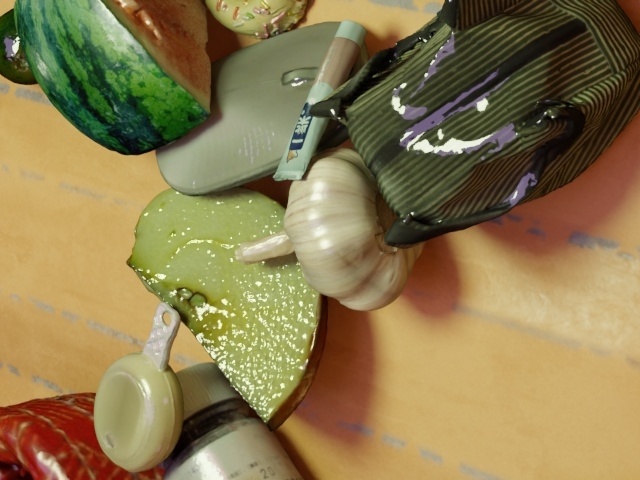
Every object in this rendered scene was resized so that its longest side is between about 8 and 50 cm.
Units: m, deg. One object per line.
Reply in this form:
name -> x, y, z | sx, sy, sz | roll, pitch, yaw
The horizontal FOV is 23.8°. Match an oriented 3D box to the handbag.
handbag -> 0.165, -0.149, 1.631 | 0.341, 0.240, 0.247 | -37, 79, 36

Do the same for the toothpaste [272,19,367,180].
toothpaste -> 0.001, -0.160, 1.757 | 0.056, 0.036, 0.205 | 1, 63, 55

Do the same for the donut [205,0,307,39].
donut -> -0.084, -0.308, 1.916 | 0.166, 0.065, 0.108 | 1, 99, 39

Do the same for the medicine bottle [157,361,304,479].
medicine bottle -> -0.123, 0.310, 1.994 | 0.273, 0.165, 0.165 | 54, 126, 22

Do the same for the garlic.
garlic -> 0.000, 0.000, 1.806 | 0.226, 0.199, 0.199 | -18, 86, 30

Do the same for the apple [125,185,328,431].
apple -> -0.106, 0.083, 1.931 | 0.346, 0.179, 0.254 | 46, 136, 29

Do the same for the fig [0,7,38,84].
fig -> -0.444, -0.288, 2.199 | 0.177, 0.117, 0.117 | 19, 110, 47

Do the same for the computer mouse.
computer mouse -> -0.081, -0.166, 1.881 | 0.331, 0.095, 0.197 | -18, 58, 35

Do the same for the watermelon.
watermelon -> -0.296, -0.264, 1.933 | 0.292, 0.222, 0.319 | -24, 50, 33

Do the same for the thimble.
thimble -> -0.381, 0.384, 2.182 | 0.350, 0.230, 0.350 | 7, 101, 38

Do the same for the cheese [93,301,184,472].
cheese -> -0.219, 0.181, 1.917 | 0.137, 0.064, 0.227 | 37, 117, 34
